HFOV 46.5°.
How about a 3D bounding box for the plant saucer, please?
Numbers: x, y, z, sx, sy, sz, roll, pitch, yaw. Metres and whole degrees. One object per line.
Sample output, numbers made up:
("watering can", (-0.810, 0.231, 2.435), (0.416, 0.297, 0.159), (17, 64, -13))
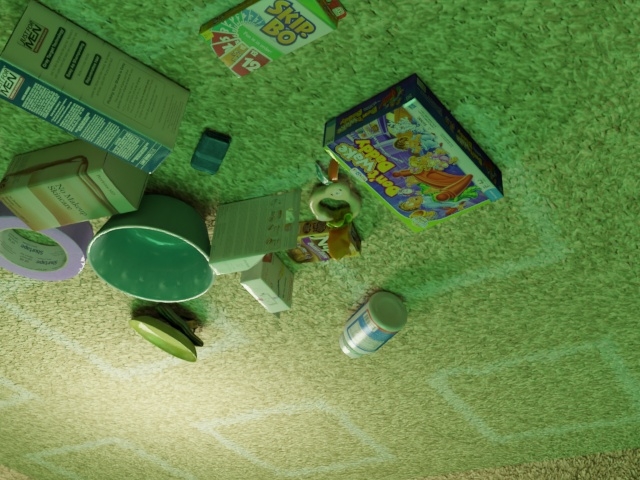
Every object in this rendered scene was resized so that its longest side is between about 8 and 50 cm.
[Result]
("plant saucer", (-0.473, 0.294, 2.274), (0.241, 0.037, 0.241), (24, 156, 12))

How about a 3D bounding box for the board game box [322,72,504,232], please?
("board game box", (0.204, -0.173, 1.604), (0.233, 0.078, 0.347), (-24, 133, 33))

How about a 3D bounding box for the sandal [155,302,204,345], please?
("sandal", (-0.414, 0.249, 2.248), (0.090, 0.060, 0.219), (5, 141, 44))

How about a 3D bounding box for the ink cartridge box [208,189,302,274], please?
("ink cartridge box", (-0.147, -0.021, 1.764), (0.225, 0.181, 0.056), (-9, 141, 16))

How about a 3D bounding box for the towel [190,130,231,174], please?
("towel", (-0.247, -0.198, 1.672), (0.067, 0.029, 0.119), (18, 141, -16))

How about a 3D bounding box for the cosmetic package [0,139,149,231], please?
("cosmetic package", (-0.568, -0.132, 1.718), (0.296, 0.129, 0.153), (-11, 138, 20))

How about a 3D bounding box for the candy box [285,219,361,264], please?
("candy box", (0.000, 0.000, 1.877), (0.187, 0.053, 0.109), (-9, 139, 16))

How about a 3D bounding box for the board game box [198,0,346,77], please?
("board game box", (-0.089, -0.401, 1.387), (0.259, 0.039, 0.124), (-21, 136, 27))

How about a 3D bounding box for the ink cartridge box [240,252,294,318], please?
("ink cartridge box", (-0.129, 0.113, 1.987), (0.067, 0.115, 0.198), (-14, 139, 24))

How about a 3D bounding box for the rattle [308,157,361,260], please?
("rattle", (0.023, -0.074, 1.714), (0.130, 0.143, 0.199), (20, 150, 11))

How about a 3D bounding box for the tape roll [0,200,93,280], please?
("tape roll", (-0.738, -0.008, 1.935), (0.275, 0.090, 0.275), (4, 143, 3))

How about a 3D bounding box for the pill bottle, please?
("pill bottle", (0.142, 0.247, 2.118), (0.124, 0.124, 0.221), (20, 141, -17))

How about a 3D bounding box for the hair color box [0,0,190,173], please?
("hair color box", (-0.444, -0.293, 1.457), (0.347, 0.174, 0.105), (28, 138, -26))

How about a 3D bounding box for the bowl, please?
("bowl", (-0.400, 0.001, 1.840), (0.311, 0.163, 0.311), (4, 143, 3))
